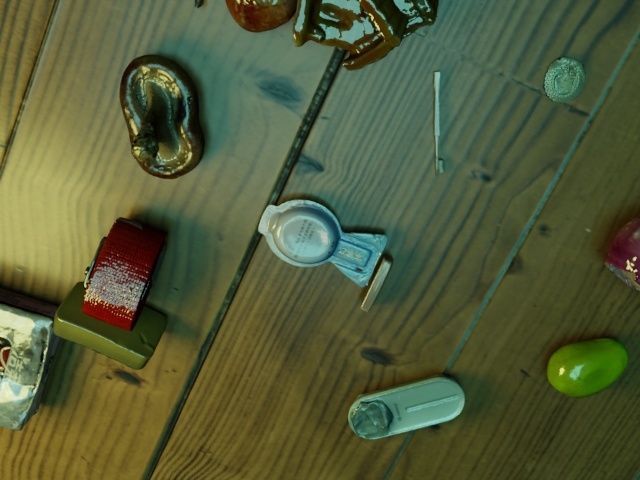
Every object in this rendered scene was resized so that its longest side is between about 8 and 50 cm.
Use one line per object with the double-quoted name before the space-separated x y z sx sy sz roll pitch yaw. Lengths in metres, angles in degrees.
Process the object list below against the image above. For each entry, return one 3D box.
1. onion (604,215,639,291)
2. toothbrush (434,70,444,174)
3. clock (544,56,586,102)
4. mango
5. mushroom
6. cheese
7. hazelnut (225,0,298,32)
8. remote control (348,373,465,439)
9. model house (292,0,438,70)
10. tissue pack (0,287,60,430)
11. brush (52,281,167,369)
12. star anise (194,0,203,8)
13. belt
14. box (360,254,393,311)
"onion" 0.660 0.035 1.320 0.207 0.201 0.200 37 106 19
"toothbrush" 0.220 -0.218 1.312 0.017 0.014 0.194 -5 107 1
"clock" 0.451 -0.295 1.292 0.074 0.010 0.083 12 108 -5
"mango" 0.545 0.262 1.426 0.163 0.089 0.117 -9 107 2
"mushroom" -0.285 -0.202 1.205 0.148 0.217 0.226 -14 107 5
"cheese" 0.000 0.000 1.359 0.245 0.052 0.135 21 109 -8
"hazelnut" -0.088 -0.425 1.182 0.143 0.143 0.154 38 81 -11
"remote control" 0.179 0.348 1.469 0.248 0.052 0.104 -15 106 5
"model house" 0.086 -0.406 1.165 0.229 0.199 0.219 11 119 0
"tissue pack" -0.712 0.199 1.380 0.361 0.122 0.259 20 103 -5
"brush" -0.409 0.166 1.367 0.197 0.123 0.059 26 125 -8
"star anise" -0.211 -0.478 1.211 0.141 0.042 0.141 0 108 -1
"belt" -0.375 0.058 1.318 0.124 0.128 0.200 21 81 -7
"box" 0.113 0.085 1.388 0.025 0.048 0.115 24 105 -1
